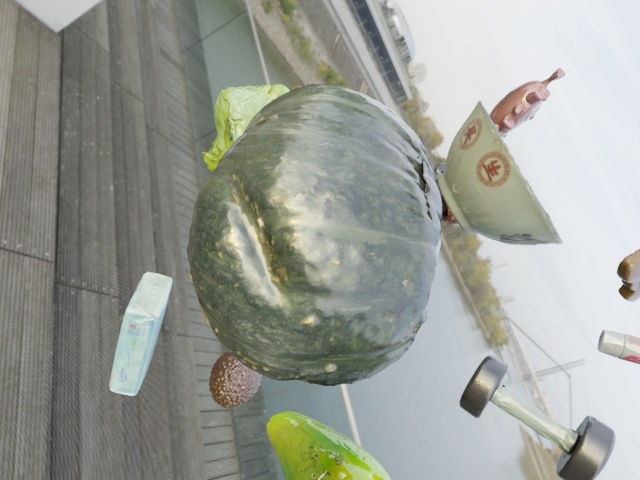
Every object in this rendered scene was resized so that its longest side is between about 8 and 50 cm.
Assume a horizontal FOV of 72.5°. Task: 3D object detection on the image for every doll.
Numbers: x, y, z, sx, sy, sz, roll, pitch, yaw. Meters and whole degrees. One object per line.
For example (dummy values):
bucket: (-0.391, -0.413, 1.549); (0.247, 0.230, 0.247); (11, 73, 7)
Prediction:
doll: (0.539, -0.365, 1.185); (0.093, 0.262, 0.211); (48, 41, -1)

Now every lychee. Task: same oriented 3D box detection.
lychee: (-0.300, 0.485, 1.554); (0.238, 0.200, 0.200); (-69, 134, -82)

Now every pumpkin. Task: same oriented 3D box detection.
pumpkin: (0.000, 0.000, 0.495); (0.291, 0.258, 0.327); (106, 2, -60)

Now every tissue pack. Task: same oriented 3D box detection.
tissue pack: (-0.457, 0.235, 1.108); (0.089, 0.263, 0.177); (18, 26, -14)

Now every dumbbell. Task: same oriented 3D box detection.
dumbbell: (0.314, 0.262, 0.650); (0.191, 0.100, 0.100); (32, 0, 28)

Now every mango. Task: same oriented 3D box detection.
mango: (0.005, 0.354, 0.675); (0.233, 0.111, 0.125); (27, 9, 27)

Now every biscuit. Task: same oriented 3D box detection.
biscuit: (0.830, 0.024, 1.036); (0.278, 0.301, 0.043); (11, 26, -34)

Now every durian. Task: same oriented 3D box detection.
durian: (-0.217, -0.361, 1.396); (0.204, 0.340, 0.255); (-139, -142, -58)

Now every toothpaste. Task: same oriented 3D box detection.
toothpaste: (0.553, 0.188, 0.687); (0.067, 0.195, 0.042); (-31, 130, -56)

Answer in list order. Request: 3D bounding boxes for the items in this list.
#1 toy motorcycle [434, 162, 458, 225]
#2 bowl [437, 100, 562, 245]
toy motorcycle: (0.406, -0.159, 1.232); (0.401, 0.207, 0.134); (-50, 148, -40)
bowl: (0.354, -0.111, 0.931); (0.337, 0.158, 0.337); (42, 31, -33)
